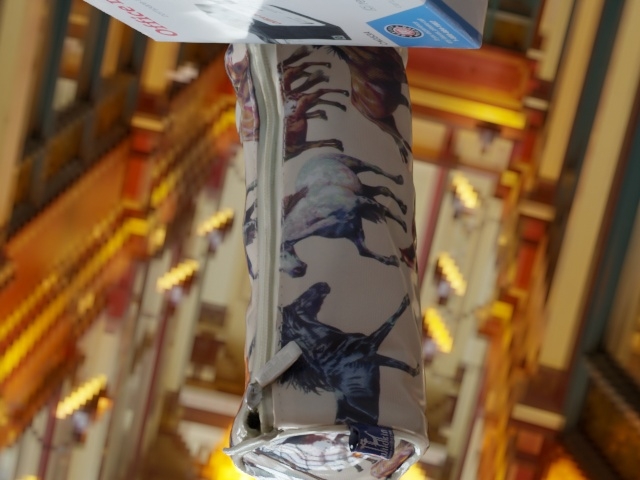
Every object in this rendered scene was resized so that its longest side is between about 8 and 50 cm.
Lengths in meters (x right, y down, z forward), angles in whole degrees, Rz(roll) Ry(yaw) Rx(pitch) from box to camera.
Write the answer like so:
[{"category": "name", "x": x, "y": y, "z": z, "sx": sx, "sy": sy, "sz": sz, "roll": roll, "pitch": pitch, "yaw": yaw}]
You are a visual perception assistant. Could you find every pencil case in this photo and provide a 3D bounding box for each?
[{"category": "pencil case", "x": 0.000, "y": 0.000, "z": 1.604, "sx": 0.160, "sy": 0.410, "sz": 0.183, "roll": -12, "pitch": 158, "yaw": 28}]

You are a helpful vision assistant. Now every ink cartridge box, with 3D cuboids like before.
[{"category": "ink cartridge box", "x": -0.046, "y": -0.240, "z": 1.467, "sx": 0.307, "sy": 0.129, "sz": 0.223, "roll": 4, "pitch": 170, "yaw": 27}]
